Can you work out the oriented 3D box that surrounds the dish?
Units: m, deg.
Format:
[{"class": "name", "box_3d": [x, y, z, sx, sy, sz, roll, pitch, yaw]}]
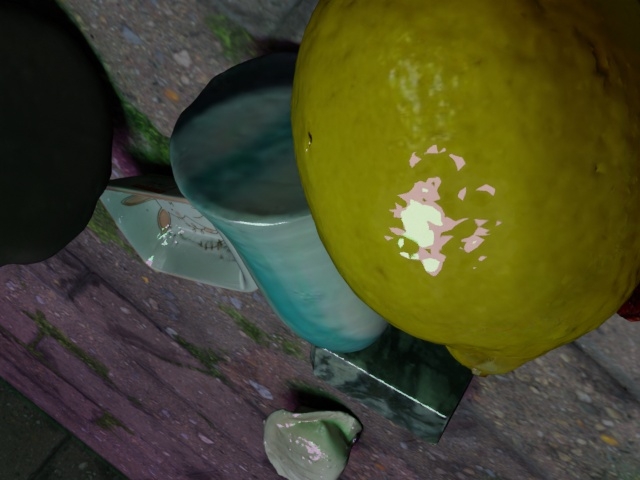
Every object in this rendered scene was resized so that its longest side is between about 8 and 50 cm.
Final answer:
[{"class": "dish", "box_3d": [-0.148, -0.019, 0.990, 0.234, 0.064, 0.154, 12, 142, 37]}]

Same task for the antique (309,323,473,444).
[{"class": "antique", "box_3d": [0.079, 0.144, 0.961, 0.183, 0.086, 0.088, 28, 148, 14]}]

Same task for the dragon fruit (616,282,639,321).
[{"class": "dragon fruit", "box_3d": [0.256, -0.017, 0.558, 0.096, 0.147, 0.102, 2, 177, -15]}]

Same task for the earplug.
[{"class": "earplug", "box_3d": [0.000, 0.000, 0.783, 0.185, 0.185, 0.324, 21, 153, 25]}]

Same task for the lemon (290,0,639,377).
[{"class": "lemon", "box_3d": [0.098, -0.061, 0.512, 0.236, 0.236, 0.263, 19, 136, 27]}]

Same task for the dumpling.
[{"class": "dumpling", "box_3d": [-0.022, 0.304, 1.276, 0.150, 0.092, 0.176, 40, 149, -12]}]

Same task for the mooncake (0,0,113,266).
[{"class": "mooncake", "box_3d": [-0.360, -0.110, 0.872, 0.141, 0.283, 0.283, 10, 140, 38]}]
